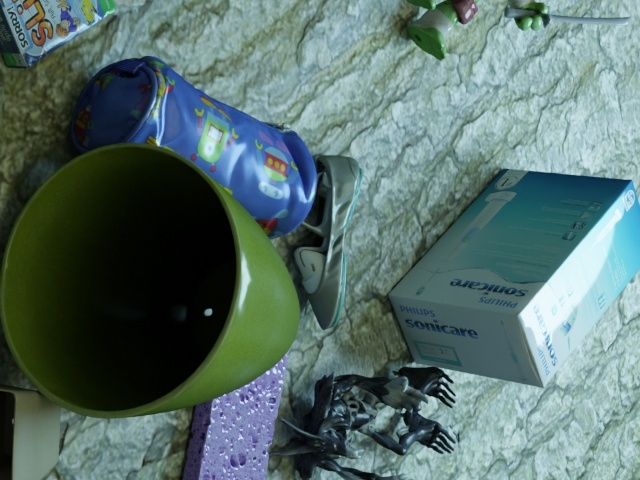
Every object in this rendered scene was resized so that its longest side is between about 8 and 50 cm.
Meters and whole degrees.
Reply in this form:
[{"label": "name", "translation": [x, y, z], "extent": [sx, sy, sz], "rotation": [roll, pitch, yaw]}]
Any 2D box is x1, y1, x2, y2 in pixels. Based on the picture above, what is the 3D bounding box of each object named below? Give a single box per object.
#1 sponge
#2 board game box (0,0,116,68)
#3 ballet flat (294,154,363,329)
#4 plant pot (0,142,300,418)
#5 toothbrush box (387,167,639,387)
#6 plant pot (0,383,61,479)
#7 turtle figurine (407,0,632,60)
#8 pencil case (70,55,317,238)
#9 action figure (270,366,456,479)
[{"label": "sponge", "translation": [-0.097, 0.196, 2.057], "extent": [0.117, 0.031, 0.210], "rotation": [13, 86, -48]}, {"label": "board game box", "translation": [-0.295, -0.293, 1.757], "extent": [0.136, 0.035, 0.201], "rotation": [-42, 125, -36]}, {"label": "ballet flat", "translation": [0.000, 0.000, 2.122], "extent": [0.068, 0.072, 0.213], "rotation": [11, 87, -21]}, {"label": "plant pot", "translation": [-0.143, 0.064, 1.844], "extent": [0.293, 0.275, 0.274], "rotation": [25, 77, -64]}, {"label": "toothbrush box", "translation": [0.267, 0.042, 2.301], "extent": [0.295, 0.216, 0.126], "rotation": [-45, 127, -35]}, {"label": "plant pot", "translation": [-0.320, 0.193, 1.760], "extent": [0.096, 0.109, 0.109], "rotation": [-4, 99, -60]}, {"label": "turtle figurine", "translation": [0.244, -0.341, 2.204], "extent": [0.266, 0.198, 0.274], "rotation": [-40, 83, -17]}, {"label": "pencil case", "translation": [-0.128, -0.103, 1.909], "extent": [0.306, 0.119, 0.133], "rotation": [24, 82, -47]}, {"label": "action figure", "translation": [0.070, 0.234, 2.172], "extent": [0.276, 0.141, 0.164], "rotation": [-12, 116, -48]}]
